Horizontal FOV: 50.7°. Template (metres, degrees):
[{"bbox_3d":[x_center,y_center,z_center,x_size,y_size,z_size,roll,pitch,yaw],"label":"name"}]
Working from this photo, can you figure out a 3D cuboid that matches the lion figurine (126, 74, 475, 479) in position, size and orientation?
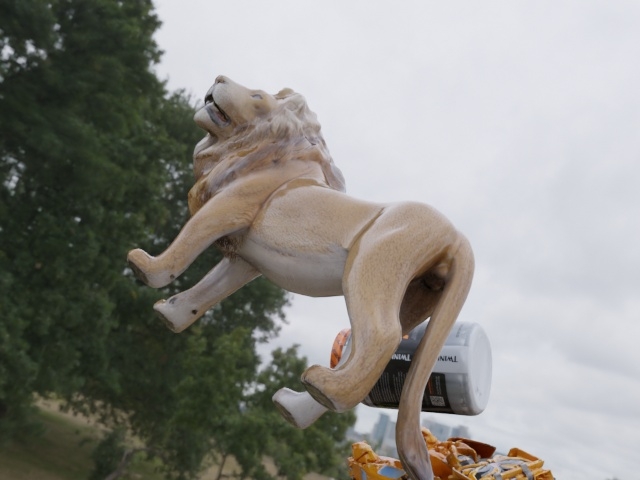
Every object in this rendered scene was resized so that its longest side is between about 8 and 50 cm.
[{"bbox_3d":[0.000,0.000,0.544,0.392,0.240,0.142,31,-29,36],"label":"lion figurine"}]

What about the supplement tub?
[{"bbox_3d":[0.116,0.161,0.873,0.190,0.117,0.117,-2,-23,28],"label":"supplement tub"}]

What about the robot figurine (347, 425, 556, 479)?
[{"bbox_3d":[0.166,0.304,0.853,0.211,0.085,0.291,-7,-3,-29],"label":"robot figurine"}]
